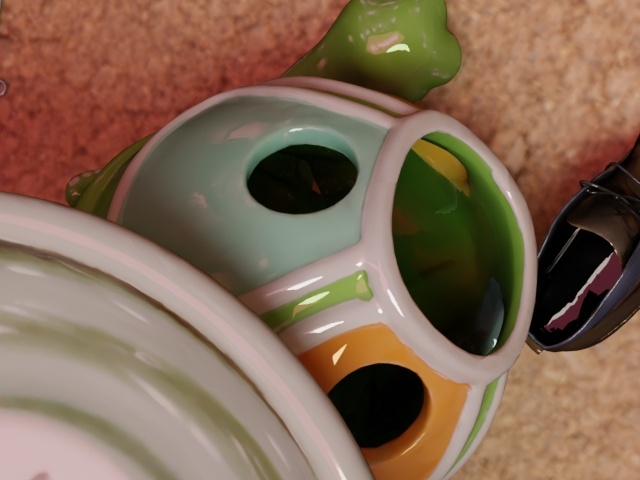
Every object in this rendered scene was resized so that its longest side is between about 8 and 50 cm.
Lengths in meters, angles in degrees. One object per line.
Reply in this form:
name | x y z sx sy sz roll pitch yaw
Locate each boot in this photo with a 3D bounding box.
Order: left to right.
boot | 0.187 -0.018 0.747 0.082 0.106 0.219 39 107 12

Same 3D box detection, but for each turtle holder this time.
turtle holder | 0.007 0.018 0.746 0.227 0.320 0.243 -25 101 41

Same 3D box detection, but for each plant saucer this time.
plant saucer | -0.153 0.178 0.596 0.400 0.100 0.401 0 90 8

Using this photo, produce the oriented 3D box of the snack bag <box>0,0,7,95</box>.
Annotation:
snack bag | -0.374 -0.131 0.979 0.323 0.037 0.343 17 101 18
